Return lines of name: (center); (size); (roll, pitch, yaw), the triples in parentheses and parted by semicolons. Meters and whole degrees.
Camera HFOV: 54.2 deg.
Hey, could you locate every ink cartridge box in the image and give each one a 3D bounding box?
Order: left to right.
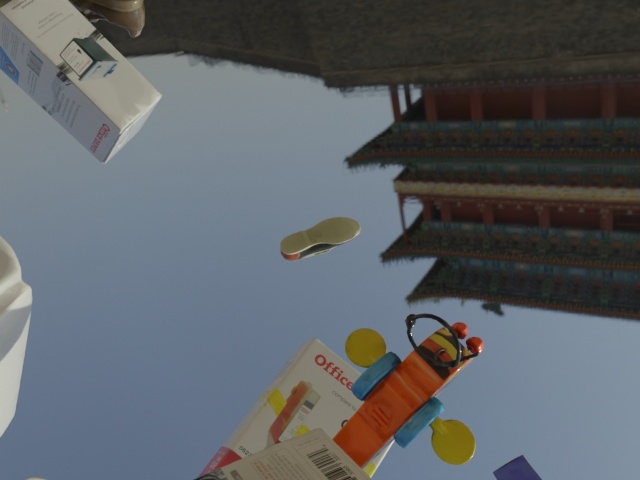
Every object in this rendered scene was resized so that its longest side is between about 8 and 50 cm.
ink cartridge box: (-0.313, -0.207, 0.801); (0.082, 0.191, 0.140); (-53, -164, -27)
ink cartridge box: (-0.034, 0.444, 1.346); (0.384, 0.279, 0.160); (-51, 180, -22)

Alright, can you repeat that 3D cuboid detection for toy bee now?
toy bee: (0.131, 0.177, 0.759); (0.162, 0.195, 0.298); (-24, 173, -41)

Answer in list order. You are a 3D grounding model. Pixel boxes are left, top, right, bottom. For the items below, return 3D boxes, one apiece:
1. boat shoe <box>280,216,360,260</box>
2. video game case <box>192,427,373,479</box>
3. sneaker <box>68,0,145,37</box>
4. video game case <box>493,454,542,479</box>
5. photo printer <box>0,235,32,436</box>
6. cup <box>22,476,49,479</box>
boat shoe: (0.000, 0.000, 1.029); (0.137, 0.043, 0.049); (-18, -117, -6)
video game case: (-0.028, 0.208, 0.327); (0.210, 0.041, 0.232); (-15, -156, -29)
sneaker: (-0.315, -0.316, 0.806); (0.189, 0.071, 0.066); (25, -123, 8)
video game case: (0.368, 0.472, 0.876); (0.061, 0.244, 0.269); (-33, -167, 1)
photo printer: (-0.331, 0.149, 0.433); (0.107, 0.307, 0.256); (38, -135, 1)
cup: (-0.569, 0.690, 1.276); (0.237, 0.331, 0.331); (-48, -142, -13)
